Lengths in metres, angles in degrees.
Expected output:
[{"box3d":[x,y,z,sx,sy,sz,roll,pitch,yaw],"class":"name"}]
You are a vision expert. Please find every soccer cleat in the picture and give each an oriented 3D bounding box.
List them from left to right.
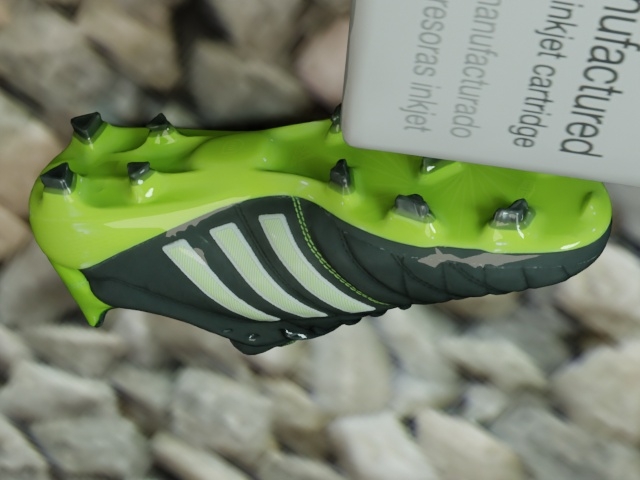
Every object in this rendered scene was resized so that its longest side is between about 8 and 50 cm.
[{"box3d":[0.000,0.000,0.549,0.178,0.060,0.072,3,133,24],"class":"soccer cleat"}]

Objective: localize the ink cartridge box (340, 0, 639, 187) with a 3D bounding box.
[{"box3d":[0.157,-0.096,0.320,0.289,0.122,0.211,8,151,2],"class":"ink cartridge box"}]
